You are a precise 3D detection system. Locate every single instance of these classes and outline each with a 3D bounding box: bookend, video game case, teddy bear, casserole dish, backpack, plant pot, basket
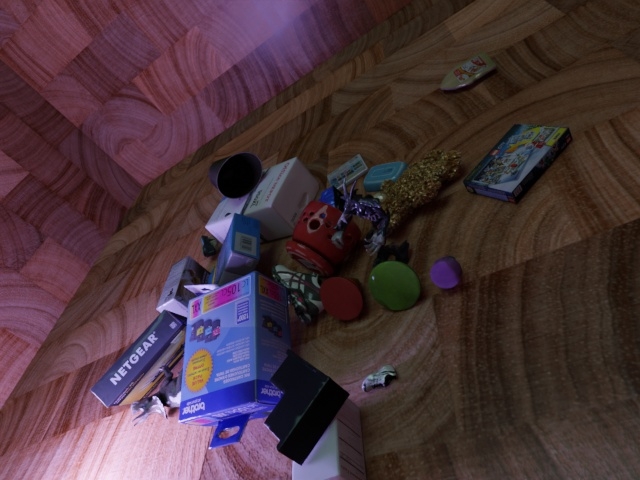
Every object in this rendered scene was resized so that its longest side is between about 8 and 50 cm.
[{"bbox_3d":[-0.051,0.322,0.841,0.157,0.072,0.156,-52,32,-17],"label":"bookend"},{"bbox_3d":[0.104,-0.259,1.636,0.157,0.019,0.143,-33,33,12],"label":"video game case"},{"bbox_3d":[0.267,-0.163,1.256,0.338,0.113,0.245,-35,30,10],"label":"teddy bear"},{"bbox_3d":[0.221,-0.223,1.449,0.189,0.037,0.114,1,51,46],"label":"casserole dish"},{"bbox_3d":[0.045,-0.104,1.441,0.101,0.098,0.120,-35,44,28],"label":"backpack"},{"bbox_3d":[0.000,0.000,1.271,0.191,0.191,0.174,13,63,53],"label":"plant pot"},{"bbox_3d":[-0.362,-0.264,1.712,0.204,0.154,0.227,-48,27,-15],"label":"basket"}]

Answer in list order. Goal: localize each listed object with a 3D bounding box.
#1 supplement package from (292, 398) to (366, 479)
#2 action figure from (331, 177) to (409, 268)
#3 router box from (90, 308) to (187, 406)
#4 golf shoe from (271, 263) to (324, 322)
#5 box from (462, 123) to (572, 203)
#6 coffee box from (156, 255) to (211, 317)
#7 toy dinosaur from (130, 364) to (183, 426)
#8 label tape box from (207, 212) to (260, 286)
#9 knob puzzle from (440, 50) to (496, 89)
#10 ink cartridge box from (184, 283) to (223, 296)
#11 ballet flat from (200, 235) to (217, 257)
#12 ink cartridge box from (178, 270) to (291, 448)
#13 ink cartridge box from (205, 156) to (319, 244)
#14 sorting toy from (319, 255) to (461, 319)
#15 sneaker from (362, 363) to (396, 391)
[{"bbox_3d":[0.016,0.406,0.837,0.105,0.105,0.179,-28,33,19],"label":"supplement package"},{"bbox_3d":[0.119,-0.025,1.088,0.141,0.275,0.164,-52,33,-17],"label":"action figure"},{"bbox_3d":[-0.536,0.377,1.359,0.081,0.243,0.308,38,78,13],"label":"router box"},{"bbox_3d":[-0.058,0.141,1.271,0.120,0.105,0.273,-31,36,-13],"label":"golf shoe"},{"bbox_3d":[0.511,-0.207,1.107,0.233,0.044,0.159,-46,32,-8],"label":"box"},{"bbox_3d":[-0.521,0.196,1.642,0.098,0.141,0.246,-30,32,19],"label":"coffee box"},{"bbox_3d":[-0.417,0.442,1.285,0.314,0.121,0.160,-27,46,14],"label":"toy dinosaur"},{"bbox_3d":[-0.321,0.105,1.534,0.240,0.106,0.333,-100,33,-54],"label":"label tape box"},{"bbox_3d":[0.543,-0.617,1.585,0.213,0.030,0.213,-27,35,21],"label":"knob puzzle"},{"bbox_3d":[-0.302,0.187,1.349,0.206,0.208,0.045,-6,46,43],"label":"ink cartridge box"},{"bbox_3d":[-0.500,0.022,1.910,0.074,0.074,0.203,-42,25,-1],"label":"ballet flat"},{"bbox_3d":[-0.215,0.315,1.095,0.270,0.151,0.395,-25,55,27],"label":"ink cartridge box"},{"bbox_3d":[-0.235,-0.143,1.719,0.395,0.166,0.285,-13,41,37],"label":"ink cartridge box"},{"bbox_3d":[0.178,0.099,1.074,0.366,0.127,0.126,-18,9,29],"label":"sorting toy"},{"bbox_3d":[0.127,0.303,0.913,0.083,0.032,0.037,-40,31,4],"label":"sneaker"}]
